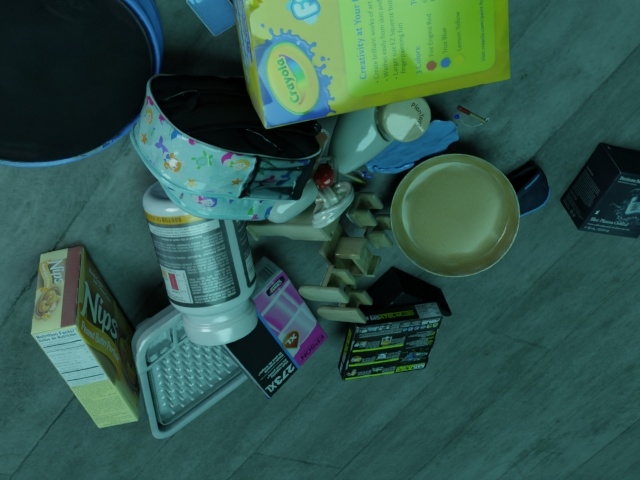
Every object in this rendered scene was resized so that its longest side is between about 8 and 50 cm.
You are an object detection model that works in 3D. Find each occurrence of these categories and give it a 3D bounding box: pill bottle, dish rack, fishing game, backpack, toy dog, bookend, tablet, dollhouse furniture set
[{"bbox_3d":[-0.198,0.030,1.823,0.162,0.162,0.278,-13,115,-7],"label":"pill bottle"},{"bbox_3d":[-0.246,0.210,2.059,0.285,0.072,0.333,-35,145,-29],"label":"dish rack"},{"bbox_3d":[0.160,-0.172,1.870,0.264,0.041,0.189,-27,162,25],"label":"fishing game"},{"bbox_3d":[-0.159,-0.148,1.608,0.253,0.225,0.191,4,129,-42],"label":"backpack"},{"bbox_3d":[0.023,-0.182,1.728,0.334,0.220,0.161,-44,110,-17],"label":"toy dog"},{"bbox_3d":[0.161,0.151,2.211,0.157,0.072,0.156,24,124,-38],"label":"bookend"},{"bbox_3d":[-0.161,-0.352,1.617,0.054,0.006,0.083,-30,136,12],"label":"tablet"},{"bbox_3d":[0.000,0.000,1.913,0.161,0.212,0.242,2,148,32],"label":"dollhouse furniture set"}]

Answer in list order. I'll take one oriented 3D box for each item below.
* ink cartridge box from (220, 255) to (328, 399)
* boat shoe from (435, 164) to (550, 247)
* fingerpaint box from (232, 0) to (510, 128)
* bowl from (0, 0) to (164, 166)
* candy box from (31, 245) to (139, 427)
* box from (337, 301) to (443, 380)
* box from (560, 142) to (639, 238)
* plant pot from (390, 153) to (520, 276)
[{"bbox_3d":[-0.092,0.194,2.098,0.176,0.069,0.371,-46,147,-11],"label":"ink cartridge box"},{"bbox_3d":[0.313,-0.072,2.033,0.258,0.109,0.089,-31,133,-12],"label":"boat shoe"},{"bbox_3d":[0.055,-0.415,1.447,0.371,0.163,0.445,-13,122,-8],"label":"fingerpaint box"},{"bbox_3d":[-0.421,-0.266,1.558,0.391,0.077,0.391,-11,137,-10],"label":"bowl"},{"bbox_3d":[-0.419,0.181,1.938,0.087,0.183,0.316,-13,138,6],"label":"candy box"},{"bbox_3d":[0.142,0.208,2.179,0.191,0.045,0.184,-7,141,-15],"label":"box"},{"bbox_3d":[0.591,-0.096,2.101,0.156,0.093,0.158,6,131,-26],"label":"box"},{"bbox_3d":[0.248,-0.048,1.958,0.236,0.032,0.236,2,108,6],"label":"plant pot"}]
